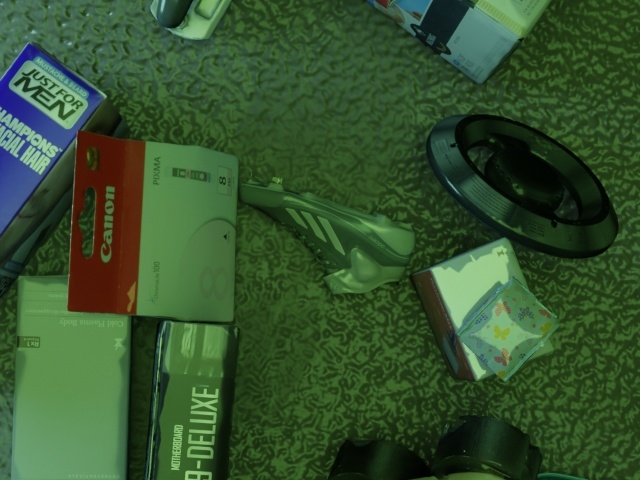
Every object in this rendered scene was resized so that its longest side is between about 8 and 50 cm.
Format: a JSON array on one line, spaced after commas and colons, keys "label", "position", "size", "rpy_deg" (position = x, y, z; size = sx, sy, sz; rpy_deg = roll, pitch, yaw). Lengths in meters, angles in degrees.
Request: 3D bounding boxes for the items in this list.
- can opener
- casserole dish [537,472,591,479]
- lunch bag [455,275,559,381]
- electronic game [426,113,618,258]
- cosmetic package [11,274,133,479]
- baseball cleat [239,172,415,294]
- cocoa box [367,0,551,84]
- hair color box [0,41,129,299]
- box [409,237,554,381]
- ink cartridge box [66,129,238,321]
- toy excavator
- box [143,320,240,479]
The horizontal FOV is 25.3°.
[{"label": "can opener", "position": [-0.095, -0.352, 1.587], "size": [0.076, 0.095, 0.283], "rpy_deg": [30, 85, -2]}, {"label": "casserole dish", "position": [0.295, 0.325, 1.596], "size": [0.188, 0.037, 0.114], "rpy_deg": [13, 85, -3]}, {"label": "lunch bag", "position": [0.188, 0.088, 1.425], "size": [0.071, 0.053, 0.083], "rpy_deg": [43, 94, 2]}, {"label": "electronic game", "position": [0.219, -0.061, 1.540], "size": [0.229, 0.229, 0.048], "rpy_deg": [28, 122, -1]}, {"label": "cosmetic package", "position": [-0.266, 0.159, 1.540], "size": [0.127, 0.107, 0.238], "rpy_deg": [0, 83, -6]}, {"label": "baseball cleat", "position": [0.000, 0.000, 1.583], "size": [0.206, 0.072, 0.109], "rpy_deg": [16, 92, 1]}, {"label": "cocoa box", "position": [0.199, -0.387, 1.539], "size": [0.228, 0.231, 0.347], "rpy_deg": [36, 84, 0]}, {"label": "hair color box", "position": [-0.350, -0.030, 1.503], "size": [0.110, 0.185, 0.339], "rpy_deg": [34, 85, 3]}, {"label": "box", "position": [0.170, 0.076, 1.537], "size": [0.091, 0.170, 0.130], "rpy_deg": [-22, 87, -5]}, {"label": "ink cartridge box", "position": [-0.168, -0.010, 1.499], "size": [0.066, 0.232, 0.189], "rpy_deg": [1, 86, 25]}, {"label": "toy excavator", "position": [0.246, 0.395, 1.472], "size": [0.445, 0.433, 0.222], "rpy_deg": [47, 47, -29]}, {"label": "box", "position": [-0.137, 0.203, 1.441], "size": [0.077, 0.307, 0.242], "rpy_deg": [5, 87, -7]}]
